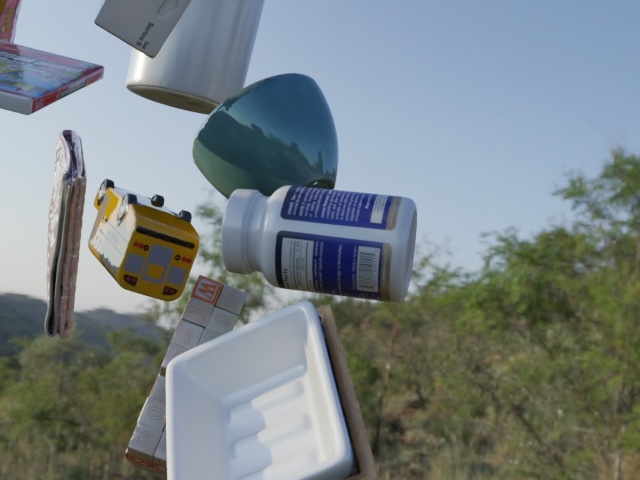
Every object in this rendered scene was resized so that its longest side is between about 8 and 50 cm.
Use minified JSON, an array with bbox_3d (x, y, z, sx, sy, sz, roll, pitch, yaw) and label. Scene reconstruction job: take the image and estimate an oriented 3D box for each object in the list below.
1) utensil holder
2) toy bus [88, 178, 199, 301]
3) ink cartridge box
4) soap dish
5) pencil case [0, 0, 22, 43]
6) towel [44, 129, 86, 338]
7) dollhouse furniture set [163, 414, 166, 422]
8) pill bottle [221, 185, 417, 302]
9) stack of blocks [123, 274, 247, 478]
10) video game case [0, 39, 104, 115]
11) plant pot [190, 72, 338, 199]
[{"bbox_3d":[-0.327,-0.553,2.373,0.327,0.386,0.327,13,-3,1],"label":"utensil holder"},{"bbox_3d":[-0.294,-0.009,1.445,0.108,0.130,0.332,18,3,-26],"label":"toy bus"},{"bbox_3d":[-0.289,-0.473,1.587,0.121,0.211,0.289,29,19,-21],"label":"ink cartridge box"},{"bbox_3d":[-0.059,0.220,1.027,0.228,0.118,0.291,-24,34,5],"label":"soap dish"},{"bbox_3d":[-0.599,-0.438,1.583,0.167,0.386,0.160,-19,57,-46],"label":"pencil case"},{"bbox_3d":[-0.500,-0.019,1.748,0.053,0.332,0.317,5,19,-19],"label":"towel"},{"bbox_3d":[-0.117,0.281,1.354,0.144,0.123,0.151,-39,-27,21],"label":"dollhouse furniture set"},{"bbox_3d":[0.000,0.000,1.297,0.264,0.153,0.153,7,-4,11],"label":"pill bottle"},{"bbox_3d":[-0.224,0.228,1.488,0.087,0.297,0.171,22,-28,-4],"label":"stack of blocks"},{"bbox_3d":[-0.454,-0.242,1.287,0.204,0.025,0.285,14,21,1],"label":"video game case"},{"bbox_3d":[-0.077,-0.152,1.739,0.290,0.195,0.290,-28,-21,-12],"label":"plant pot"}]
